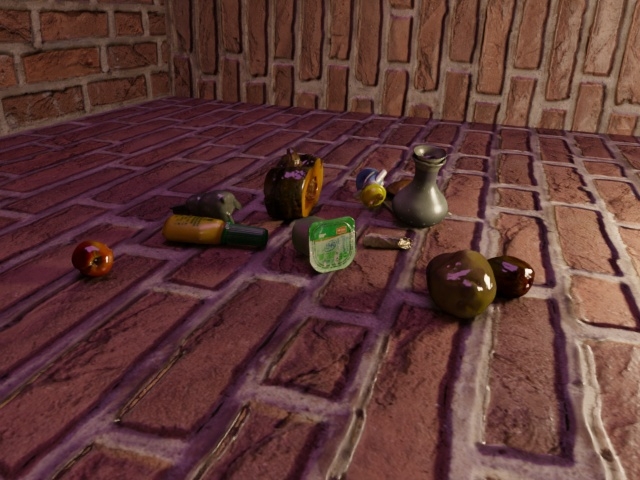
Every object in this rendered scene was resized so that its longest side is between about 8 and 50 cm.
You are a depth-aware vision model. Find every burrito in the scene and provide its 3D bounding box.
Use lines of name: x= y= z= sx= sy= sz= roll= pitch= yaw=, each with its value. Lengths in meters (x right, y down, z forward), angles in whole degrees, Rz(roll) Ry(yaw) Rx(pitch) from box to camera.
burrito: x=0.199 y=0.003 z=1.680 sx=0.149 sy=0.041 sz=0.055 roll=5 pitch=9 yaw=7

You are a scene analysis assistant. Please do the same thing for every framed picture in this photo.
framed picture: x=0.323 y=-0.137 z=2.061 sx=0.209 sy=0.019 sz=0.281 roll=-3 pitch=23 yaw=-13

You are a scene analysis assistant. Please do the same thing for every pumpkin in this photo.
pumpkin: x=-0.086 y=-0.203 z=1.921 sx=0.139 sy=0.221 sz=0.317 roll=9 pitch=24 yaw=15

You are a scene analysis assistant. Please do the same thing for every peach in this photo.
peach: x=-0.579 y=0.046 z=1.444 sx=0.101 sy=0.100 sz=0.100 roll=2 pitch=22 yaw=-1

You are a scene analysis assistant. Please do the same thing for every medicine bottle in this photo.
medicine bottle: x=-0.305 y=-0.026 z=1.661 sx=0.309 sy=0.076 sz=0.111 roll=5 pitch=29 yaw=9

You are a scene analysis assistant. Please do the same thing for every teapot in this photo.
teapot: x=0.331 y=-0.172 z=1.827 sx=0.184 sy=0.250 sz=0.183 roll=3 pitch=35 yaw=-2

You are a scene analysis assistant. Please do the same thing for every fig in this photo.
fig: x=0.454 y=0.083 z=1.427 sx=0.109 sy=0.103 sz=0.155 roll=9 pitch=14 yaw=-45

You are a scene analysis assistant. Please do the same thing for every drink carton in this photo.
drink carton: x=0.000 y=0.000 z=1.567 sx=0.146 sy=0.144 sz=0.142 roll=-11 pitch=16 yaw=-29

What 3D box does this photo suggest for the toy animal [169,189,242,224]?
toy animal: x=-0.370 y=-0.118 z=1.825 sx=0.236 sy=0.138 sz=0.108 roll=16 pitch=60 yaw=22

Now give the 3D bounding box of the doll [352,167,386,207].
doll: x=0.182 y=-0.193 z=2.068 sx=0.135 sy=0.098 sz=0.241 roll=-10 pitch=31 yaw=2

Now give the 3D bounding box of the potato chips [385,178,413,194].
potato chips: x=0.324 y=-0.200 z=2.128 sx=0.150 sy=0.049 sz=0.202 roll=17 pitch=18 yaw=25

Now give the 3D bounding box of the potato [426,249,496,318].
potato: x=0.334 y=0.100 z=1.348 sx=0.155 sy=0.137 sz=0.200 roll=-23 pitch=17 yaw=16
